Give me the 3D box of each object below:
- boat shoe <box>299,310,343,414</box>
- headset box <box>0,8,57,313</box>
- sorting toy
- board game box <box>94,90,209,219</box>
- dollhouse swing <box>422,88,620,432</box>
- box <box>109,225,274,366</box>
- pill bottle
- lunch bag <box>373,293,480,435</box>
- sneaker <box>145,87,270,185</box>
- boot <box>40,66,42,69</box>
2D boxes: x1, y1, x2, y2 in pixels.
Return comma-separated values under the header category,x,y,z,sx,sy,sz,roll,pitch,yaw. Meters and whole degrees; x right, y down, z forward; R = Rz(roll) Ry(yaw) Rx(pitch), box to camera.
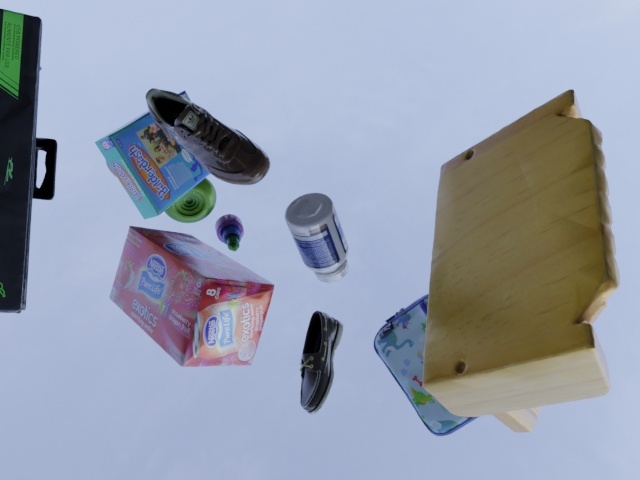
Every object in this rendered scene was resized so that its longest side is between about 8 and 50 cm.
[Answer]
category,x,y,z,sx,sy,sz,roll,pitch,yaw
boat shoe,-0.012,0.258,1.249,0.068,0.081,0.228,36,-134,-24
headset box,-0.365,-0.070,0.462,0.282,0.247,0.131,4,-176,-31
sorting toy,-0.301,-0.080,1.271,0.127,0.365,0.126,-43,-145,11
board game box,-0.287,-0.161,1.077,0.047,0.160,0.210,-10,-153,37
dollhouse swing,0.315,0.068,0.789,0.304,0.315,0.347,30,-126,-25
box,-0.200,0.077,0.873,0.122,0.128,0.256,11,-170,-43
pill bottle,0.000,0.000,0.783,0.067,0.120,0.067,-11,-137,11
lunch bag,0.210,0.203,0.998,0.090,0.176,0.219,-6,-119,-58
sneaker,-0.151,-0.132,0.740,0.188,0.071,0.066,31,-94,20
boot,-0.465,-0.231,0.669,0.246,0.161,0.083,-6,-147,13
